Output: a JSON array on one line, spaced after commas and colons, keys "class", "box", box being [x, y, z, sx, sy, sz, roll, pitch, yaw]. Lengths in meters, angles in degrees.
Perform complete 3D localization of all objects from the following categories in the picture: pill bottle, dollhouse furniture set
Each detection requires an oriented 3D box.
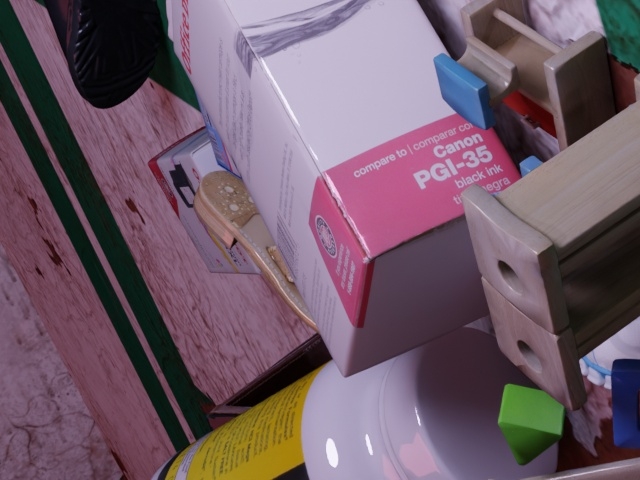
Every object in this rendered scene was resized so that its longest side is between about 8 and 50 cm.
[{"class": "pill bottle", "box": [0.019, 0.194, 1.501, 0.334, 0.188, 0.188, -34, 88, 43]}, {"class": "dollhouse furniture set", "box": [0.121, -0.027, 1.068, 0.183, 0.129, 0.129, 41, 158, 43]}]

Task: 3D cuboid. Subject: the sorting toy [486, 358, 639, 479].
[{"class": "sorting toy", "box": [0.218, 0.188, 1.183, 0.047, 0.196, 0.348, -73, -35, -48]}]

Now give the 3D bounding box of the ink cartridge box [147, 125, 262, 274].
[{"class": "ink cartridge box", "box": [-0.081, -0.040, 1.770, 0.127, 0.072, 0.175, 60, 165, -8]}]

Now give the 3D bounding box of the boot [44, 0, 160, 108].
[{"class": "boot", "box": [-0.248, -0.267, 1.795, 0.207, 0.094, 0.246, 41, 151, 38]}]

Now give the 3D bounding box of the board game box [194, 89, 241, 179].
[{"class": "board game box", "box": [-0.055, -0.115, 1.550, 0.211, 0.039, 0.160, 35, 144, 63]}]

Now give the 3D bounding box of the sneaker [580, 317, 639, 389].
[{"class": "sneaker", "box": [0.164, 0.028, 1.165, 0.190, 0.071, 0.083, 30, 143, 59]}]

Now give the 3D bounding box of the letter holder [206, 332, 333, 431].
[{"class": "letter holder", "box": [0.051, 0.250, 1.779, 0.152, 0.214, 0.302, -2, 110, 36]}]

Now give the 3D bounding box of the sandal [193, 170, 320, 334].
[{"class": "sandal", "box": [-0.004, 0.002, 1.602, 0.240, 0.088, 0.079, 38, 131, 18]}]

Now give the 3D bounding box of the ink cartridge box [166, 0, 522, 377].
[{"class": "ink cartridge box", "box": [0.008, -0.084, 1.260, 0.283, 0.117, 0.207, 62, 167, 20]}]
